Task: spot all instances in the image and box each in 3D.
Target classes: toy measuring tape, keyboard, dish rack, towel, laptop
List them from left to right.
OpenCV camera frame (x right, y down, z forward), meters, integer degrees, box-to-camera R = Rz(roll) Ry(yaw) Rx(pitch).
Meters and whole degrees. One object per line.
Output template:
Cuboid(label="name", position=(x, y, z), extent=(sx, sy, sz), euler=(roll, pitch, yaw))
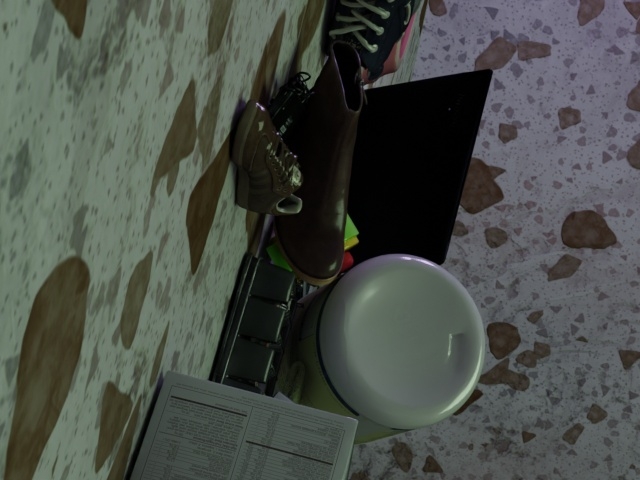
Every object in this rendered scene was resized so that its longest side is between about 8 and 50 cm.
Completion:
Cuboid(label="dish rack", position=(-0.079, 0.144, 1.776), extent=(0.271, 0.074, 0.208), euler=(85, 22, -79))
Cuboid(label="keyboard", position=(-0.049, -0.149, 1.606), extent=(0.100, 0.038, 0.192), euler=(-52, 175, -1))
Cuboid(label="towel", position=(-0.050, 0.240, 1.825), extent=(0.110, 0.027, 0.148), euler=(101, 6, -47))
Cuboid(label="toy measuring tape", position=(0.000, 0.000, 1.917), extent=(0.330, 0.121, 0.121), euler=(-5, 109, -84))
Cuboid(label="laptop", position=(0.116, -0.053, 2.357), extent=(0.408, 0.236, 0.382), euler=(93, 12, -61))

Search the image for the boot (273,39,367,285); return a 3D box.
Cuboid(label="boot", position=(0.004, -0.094, 1.695), extent=(0.207, 0.090, 0.248), euler=(115, -25, -54))

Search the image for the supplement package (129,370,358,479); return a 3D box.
Cuboid(label="supplement package", position=(-0.093, 0.303, 1.354), extent=(0.199, 0.198, 0.262), euler=(95, 11, -62))

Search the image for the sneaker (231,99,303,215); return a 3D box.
Cuboid(label="sneaker", position=(-0.051, -0.086, 1.467), extent=(0.188, 0.071, 0.066), euler=(92, 13, -66))

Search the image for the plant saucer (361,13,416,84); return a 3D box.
Cuboid(label="plant saucer", position=(0.116, -0.407, 2.265), extent=(0.332, 0.084, 0.332), euler=(13, 90, -84))

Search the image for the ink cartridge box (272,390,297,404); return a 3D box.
Cuboid(label="ink cartridge box", position=(-0.097, 0.280, 1.636), extent=(0.207, 0.046, 0.097), euler=(-49, 166, -16))

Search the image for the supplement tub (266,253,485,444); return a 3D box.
Cuboid(label="supplement tub", position=(0.064, 0.163, 1.950), extent=(0.325, 0.235, 0.235), euler=(146, -38, -66))

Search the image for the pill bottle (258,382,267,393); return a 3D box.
Cuboid(label="pill bottle", position=(-0.001, 0.244, 2.163), extent=(0.112, 0.187, 0.112), euler=(14, 90, -85))

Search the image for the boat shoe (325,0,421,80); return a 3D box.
Cuboid(label="boat shoe", position=(0.072, -0.321, 1.851), extent=(0.340, 0.127, 0.158), euler=(52, 61, -78))

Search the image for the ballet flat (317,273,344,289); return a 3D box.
Cuboid(label="ballet flat", position=(0.004, 0.102, 2.569), extent=(0.068, 0.072, 0.213), euler=(54, 43, -46))
